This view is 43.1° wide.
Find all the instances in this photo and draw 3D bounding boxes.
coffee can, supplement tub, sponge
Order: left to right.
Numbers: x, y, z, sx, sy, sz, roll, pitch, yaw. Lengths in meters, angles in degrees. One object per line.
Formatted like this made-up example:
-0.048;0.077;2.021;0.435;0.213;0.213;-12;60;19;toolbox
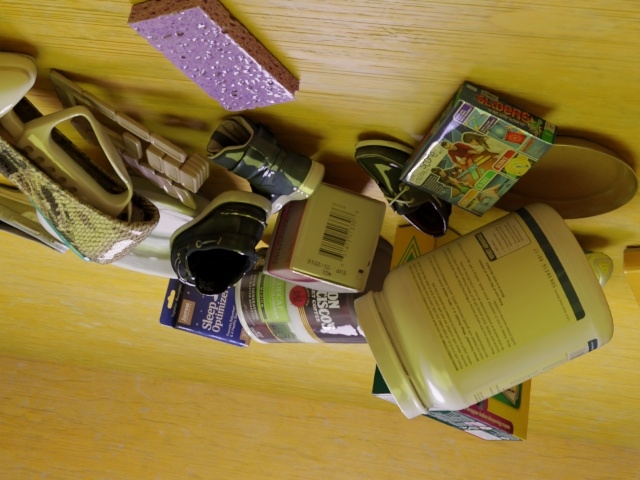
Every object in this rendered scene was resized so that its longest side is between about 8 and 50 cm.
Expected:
-0.131;-0.235;1.032;0.117;0.031;0.210;-4;155;33;sponge
0.001;0.104;1.594;0.275;0.201;0.201;-5;154;34;coffee can
0.238;0.110;1.214;0.325;0.235;0.235;-26;151;6;supplement tub

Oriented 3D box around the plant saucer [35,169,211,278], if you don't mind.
-0.316;-0.040;1.510;0.401;0.100;0.400;9;157;4;plant saucer

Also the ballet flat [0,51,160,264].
-0.417;-0.156;1.171;0.182;0.164;0.483;-30;124;21;ballet flat

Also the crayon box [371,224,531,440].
0.264;0.178;1.508;0.106;0.313;0.363;-11;150;42;crayon box

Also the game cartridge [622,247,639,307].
0.722;0.082;1.421;0.324;0.052;0.285;-2;156;30;game cartridge

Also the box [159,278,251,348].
-0.265;0.166;1.956;0.225;0.136;0.036;18;158;-20;box

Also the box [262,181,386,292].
0.000;0.000;1.335;0.127;0.148;0.232;17;172;-13;box

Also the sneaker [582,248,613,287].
0.418;0.050;1.463;0.126;0.091;0.240;31;157;-3;sneaker

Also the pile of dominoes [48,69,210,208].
-0.284;-0.157;1.241;0.251;0.040;0.196;32;160;5;pile of dominoes

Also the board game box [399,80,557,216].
0.208;-0.117;1.102;0.136;0.035;0.201;25;149;-6;board game box

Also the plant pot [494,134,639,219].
0.338;-0.093;1.180;0.236;0.032;0.236;9;159;4;plant pot

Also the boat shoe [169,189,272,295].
-0.177;0.034;1.350;0.127;0.113;0.340;18;152;-25;boat shoe

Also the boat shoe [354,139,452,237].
0.132;-0.081;1.244;0.084;0.079;0.233;-8;150;38;boat shoe

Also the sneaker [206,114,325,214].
-0.106;-0.116;1.259;0.163;0.086;0.226;27;163;-17;sneaker

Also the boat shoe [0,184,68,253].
-0.644;-0.047;1.635;0.320;0.103;0.118;10;158;7;boat shoe
